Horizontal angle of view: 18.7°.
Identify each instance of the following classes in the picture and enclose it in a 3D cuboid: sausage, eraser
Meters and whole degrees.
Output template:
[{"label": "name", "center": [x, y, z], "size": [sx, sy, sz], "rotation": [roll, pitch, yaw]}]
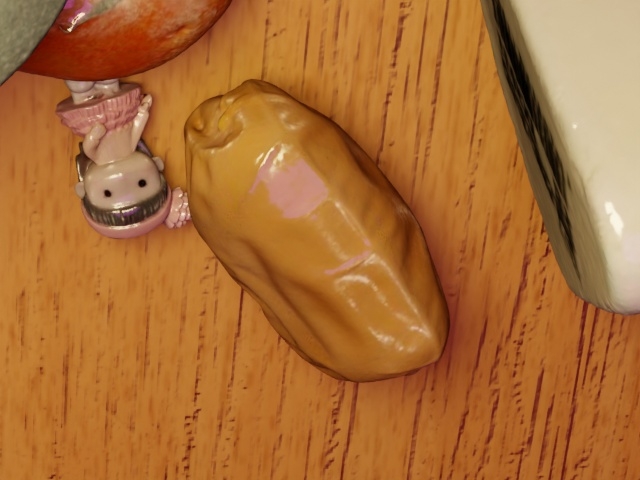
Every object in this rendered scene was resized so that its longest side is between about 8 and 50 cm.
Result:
[{"label": "sausage", "center": [-0.001, 0.000, 1.268], "size": [0.120, 0.136, 0.241], "rotation": [-37, 123, 1]}, {"label": "eraser", "center": [0.201, -0.074, 1.166], "size": [0.150, 0.331, 0.331], "rotation": [-18, 120, -1]}]

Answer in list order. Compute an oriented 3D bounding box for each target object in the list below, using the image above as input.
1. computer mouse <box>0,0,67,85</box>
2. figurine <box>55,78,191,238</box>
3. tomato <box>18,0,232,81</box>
[{"label": "computer mouse", "center": [-0.297, -0.113, 0.990], "size": [0.374, 0.114, 0.203], "rotation": [-24, 119, -1]}, {"label": "figurine", "center": [-0.129, -0.061, 1.254], "size": [0.072, 0.054, 0.129], "rotation": [-21, 114, -17]}, {"label": "tomato", "center": [-0.143, -0.200, 1.129], "size": [0.236, 0.095, 0.237], "rotation": [-5, 108, -16]}]
